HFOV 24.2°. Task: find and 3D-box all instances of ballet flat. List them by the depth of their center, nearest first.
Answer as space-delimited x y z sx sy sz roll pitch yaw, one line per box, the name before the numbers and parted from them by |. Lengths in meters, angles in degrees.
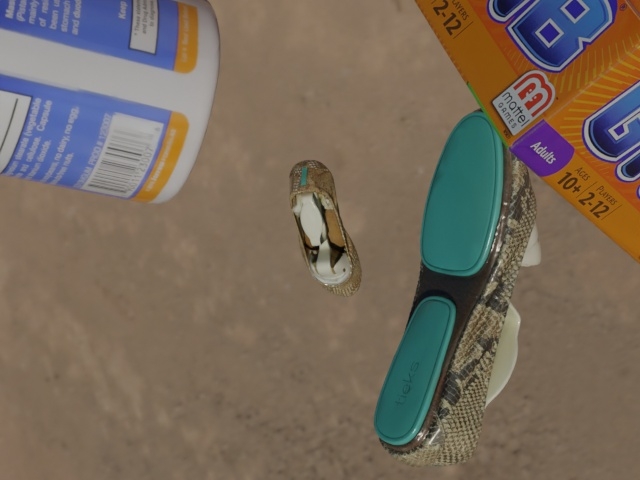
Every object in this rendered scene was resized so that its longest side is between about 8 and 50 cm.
ballet flat | 0.000 0.000 1.831 0.073 0.067 0.206 -10 122 17
ballet flat | 0.206 0.070 2.001 0.164 0.182 0.482 12 87 52

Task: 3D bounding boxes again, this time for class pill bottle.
pill bottle | -0.217 -0.121 0.998 0.152 0.272 0.152 -168 90 -69

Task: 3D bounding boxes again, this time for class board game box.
board game box | 0.354 -0.248 1.630 0.356 0.356 0.356 -39 49 16
